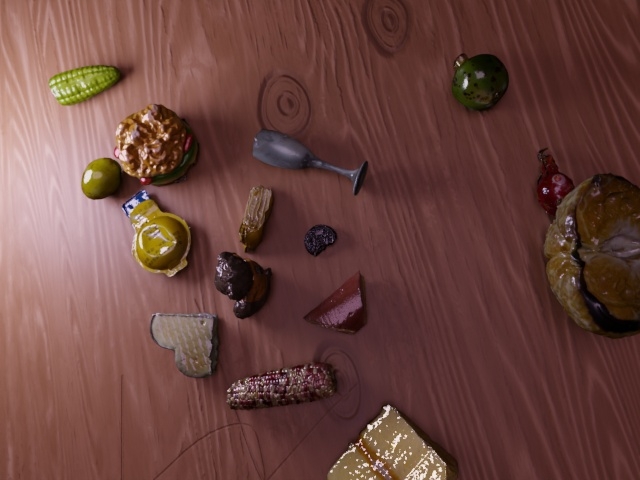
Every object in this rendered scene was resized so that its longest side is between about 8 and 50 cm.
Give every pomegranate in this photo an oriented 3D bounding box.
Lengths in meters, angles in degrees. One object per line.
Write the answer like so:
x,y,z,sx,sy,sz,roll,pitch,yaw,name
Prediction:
0.409,-0.427,1.388,0.143,0.122,0.169,-41,79,30,pomegranate

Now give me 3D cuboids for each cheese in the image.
-0.461,-0.022,1.476,0.176,0.069,0.270,-37,75,0,cheese

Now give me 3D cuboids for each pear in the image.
-0.625,-0.177,1.506,0.131,0.107,0.107,-46,78,11,pear

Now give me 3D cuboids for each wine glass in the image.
0.000,-0.296,1.438,0.309,0.096,0.265,21,86,12,wine glass

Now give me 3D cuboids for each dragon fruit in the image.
0.586,-0.151,1.339,0.094,0.094,0.191,-12,75,6,dragon fruit

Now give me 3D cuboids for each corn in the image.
-0.100,0.377,1.350,0.289,0.098,0.098,-14,79,9,corn

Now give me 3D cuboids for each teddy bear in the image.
-0.205,0.103,1.359,0.140,0.190,0.177,-24,73,10,teddy bear

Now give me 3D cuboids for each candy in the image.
-0.695,-0.471,1.571,0.209,0.097,0.097,-19,79,-1,candy

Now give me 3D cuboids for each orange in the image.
0.655,0.042,1.234,0.270,0.210,0.370,-1,80,-9,orange

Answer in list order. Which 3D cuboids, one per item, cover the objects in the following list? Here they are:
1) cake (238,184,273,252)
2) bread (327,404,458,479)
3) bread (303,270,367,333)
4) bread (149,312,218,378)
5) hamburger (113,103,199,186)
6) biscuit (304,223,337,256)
-0.172,-0.051,1.457,0.079,0.116,0.185,2,50,4,cake
0.157,0.554,1.243,0.236,0.198,0.263,40,87,19,bread
0.065,0.182,1.368,0.192,0.067,0.119,-42,78,0,bread
-0.345,0.254,1.418,0.232,0.064,0.172,43,89,10,bread
-0.469,-0.267,1.476,0.236,0.149,0.238,-1,82,7,hamburger
0.000,0.000,1.427,0.087,0.027,0.089,7,82,10,biscuit
